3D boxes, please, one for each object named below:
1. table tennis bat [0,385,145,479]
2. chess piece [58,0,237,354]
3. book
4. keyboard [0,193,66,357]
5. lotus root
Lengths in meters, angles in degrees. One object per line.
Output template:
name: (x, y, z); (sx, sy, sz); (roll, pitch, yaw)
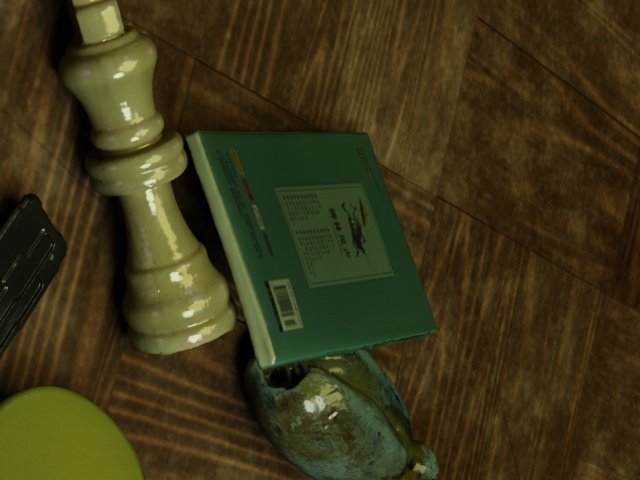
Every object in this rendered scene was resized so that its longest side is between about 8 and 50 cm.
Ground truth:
table tennis bat: (-0.213, 0.289, 1.767); (0.368, 0.054, 0.224); (41, 51, -34)
chess piece: (-0.189, -0.083, 1.826); (0.117, 0.117, 0.397); (-36, 119, -44)
book: (0.000, 0.000, 2.022); (0.379, 0.031, 0.264); (-3, 73, -60)
keyboard: (-0.324, 0.079, 1.726); (0.262, 0.016, 0.106); (-61, 147, -27)
lotus root: (0.024, 0.213, 2.109); (0.322, 0.140, 0.158); (48, 32, -45)
